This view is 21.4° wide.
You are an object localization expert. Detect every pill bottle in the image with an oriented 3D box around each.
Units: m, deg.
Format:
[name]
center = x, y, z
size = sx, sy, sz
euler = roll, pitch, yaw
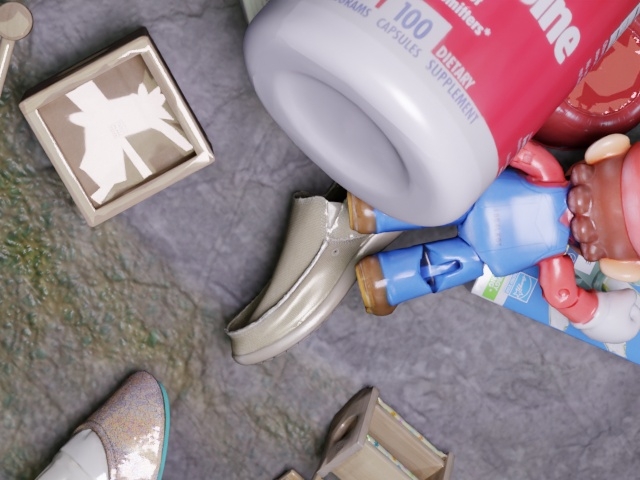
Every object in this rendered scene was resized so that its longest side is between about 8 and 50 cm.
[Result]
[pill bottle]
center = 0.146, -0.227, 1.379
size = 0.229, 0.229, 0.407
euler = 45, 73, -13

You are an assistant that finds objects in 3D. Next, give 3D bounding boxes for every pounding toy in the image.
[pounding toy]
center = -0.223, -0.124, 1.498
size = 0.181, 0.094, 0.206
euler = -29, 104, 1

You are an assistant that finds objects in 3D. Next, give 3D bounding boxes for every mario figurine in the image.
[mario figurine]
center = 0.188, -0.015, 1.490
size = 0.320, 0.170, 0.198
euler = -6, 132, 2

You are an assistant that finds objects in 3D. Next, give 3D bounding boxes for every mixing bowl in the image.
[mixing bowl]
center = 0.243, -0.161, 1.534
size = 0.181, 0.098, 0.181
euler = -1, 104, -5

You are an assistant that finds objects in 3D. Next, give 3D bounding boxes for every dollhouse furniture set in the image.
[dollhouse furniture set]
center = 0.056, 0.260, 1.634
size = 0.182, 0.101, 0.161
euler = 42, 120, -13

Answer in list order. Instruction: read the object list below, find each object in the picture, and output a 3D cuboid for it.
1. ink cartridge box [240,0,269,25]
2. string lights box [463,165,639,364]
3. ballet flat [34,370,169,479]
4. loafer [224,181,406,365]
[ink cartridge box]
center = -0.007, -0.250, 1.493
size = 0.143, 0.090, 0.092
euler = -16, 104, -1
[string lights box]
center = 0.276, 0.032, 1.591
size = 0.260, 0.077, 0.133
euler = 23, 97, -10
[ballet flat]
center = -0.225, 0.270, 1.573
size = 0.106, 0.107, 0.316
euler = 7, 103, -38
[loafer]
center = 0.000, 0.000, 1.552
size = 0.092, 0.102, 0.268
euler = 44, 86, -12
